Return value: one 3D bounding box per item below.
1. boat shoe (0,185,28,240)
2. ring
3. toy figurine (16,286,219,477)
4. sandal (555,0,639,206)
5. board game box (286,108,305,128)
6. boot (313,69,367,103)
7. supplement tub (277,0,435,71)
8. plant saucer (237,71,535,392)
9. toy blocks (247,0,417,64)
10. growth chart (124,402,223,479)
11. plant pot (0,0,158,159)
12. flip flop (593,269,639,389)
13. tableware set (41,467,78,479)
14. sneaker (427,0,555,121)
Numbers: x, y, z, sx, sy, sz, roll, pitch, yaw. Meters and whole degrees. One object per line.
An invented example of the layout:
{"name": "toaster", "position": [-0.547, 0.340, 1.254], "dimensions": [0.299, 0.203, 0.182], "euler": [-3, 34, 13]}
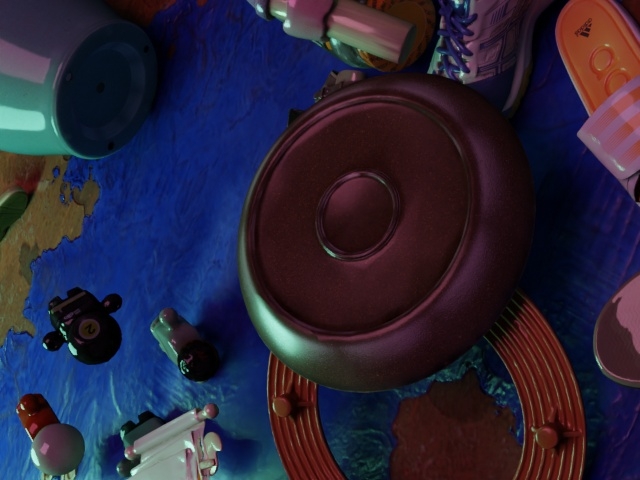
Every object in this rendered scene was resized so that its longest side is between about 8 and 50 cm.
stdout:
{"name": "boat shoe", "position": [-0.472, -0.040, 1.933], "dimensions": [0.135, 0.050, 0.045], "euler": [-45, 59, 31]}
{"name": "ring", "position": [0.085, 0.165, 1.240], "dimensions": [0.337, 0.032, 0.336], "euler": [6, 102, 30]}
{"name": "toy figurine", "position": [-0.228, 0.172, 1.520], "dimensions": [0.148, 0.210, 0.213], "euler": [30, 101, 62]}
{"name": "sandal", "position": [0.261, -0.120, 1.161], "dimensions": [0.102, 0.076, 0.265], "euler": [-48, 52, 29]}
{"name": "board game box", "position": [0.000, 0.000, 1.413], "dimensions": [0.136, 0.030, 0.259], "euler": [22, 110, 44]}
{"name": "boot", "position": [0.033, -0.139, 1.430], "dimensions": [0.118, 0.042, 0.087], "euler": [20, 95, 46]}
{"name": "supplement tub", "position": [0.028, -0.255, 1.401], "dimensions": [0.190, 0.117, 0.117], "euler": [39, 110, 43]}
{"name": "plant saucer", "position": [0.043, -0.018, 1.217], "dimensions": [0.311, 0.050, 0.310], "euler": [-11, 67, 27]}
{"name": "toy blocks", "position": [0.008, -0.370, 1.213], "dimensions": [0.260, 0.288, 0.308], "euler": [23, 77, 15]}
{"name": "growth chart", "position": [-0.151, 0.296, 1.369], "dimensions": [0.172, 0.021, 0.237], "euler": [-21, 64, 40]}
{"name": "plant pot", "position": [-0.359, -0.225, 1.717], "dimensions": [0.255, 0.272, 0.271], "euler": [23, 100, 30]}
{"name": "flip flop", "position": [0.330, 0.046, 1.054], "dimensions": [0.277, 0.080, 0.112], "euler": [-20, 69, 43]}
{"name": "tableware set", "position": [-0.341, 0.327, 1.720], "dimensions": [0.169, 0.020, 0.141], "euler": [149, 125, -62]}
{"name": "sneaker", "position": [0.145, -0.214, 1.263], "dimensions": [0.112, 0.131, 0.296], "euler": [38, 111, 41]}
